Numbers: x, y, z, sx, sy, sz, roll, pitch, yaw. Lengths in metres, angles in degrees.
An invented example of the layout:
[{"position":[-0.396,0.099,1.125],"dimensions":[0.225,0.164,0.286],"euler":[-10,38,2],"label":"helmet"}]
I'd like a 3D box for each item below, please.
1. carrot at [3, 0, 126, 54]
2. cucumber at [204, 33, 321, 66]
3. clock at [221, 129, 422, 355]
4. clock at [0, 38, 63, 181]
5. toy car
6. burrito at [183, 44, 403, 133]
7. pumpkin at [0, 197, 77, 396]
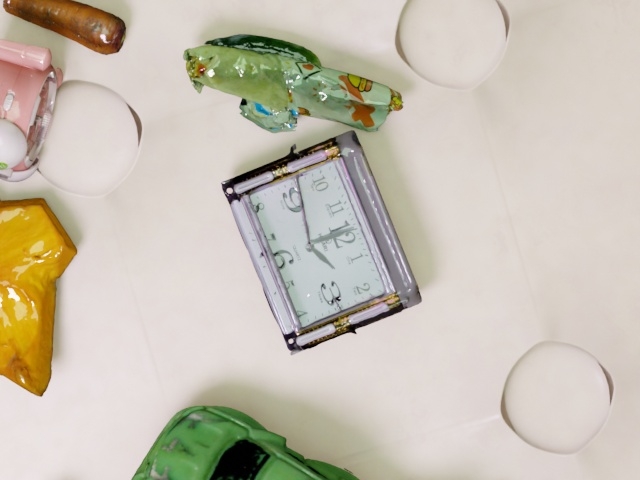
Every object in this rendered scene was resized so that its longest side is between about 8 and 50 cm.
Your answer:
[{"position":[-0.325,-0.283,1.851],"dimensions":[0.161,0.055,0.055],"euler":[21,90,4],"label":"carrot"},{"position":[-0.072,-0.245,1.867],"dimensions":[0.155,0.037,0.037],"euler":[10,91,-5],"label":"cucumber"},{"position":[0.000,0.000,1.853],"dimensions":[0.186,0.083,0.253],"euler":[-21,92,-2],"label":"clock"},{"position":[-0.386,-0.156,1.796],"dimensions":[0.092,0.166,0.162],"euler":[12,83,-2],"label":"clock"},{"position":[-0.050,0.341,1.774],"dimensions":[0.358,0.176,0.213],"euler":[35,53,-2],"label":"toy car"},{"position":[-0.041,-0.182,1.853],"dimensions":[0.288,0.054,0.104],"euler":[14,120,-11],"label":"burrito"},{"position":[-0.443,0.032,1.828],"dimensions":[0.258,0.095,0.290],"euler":[10,87,1],"label":"pumpkin"}]
